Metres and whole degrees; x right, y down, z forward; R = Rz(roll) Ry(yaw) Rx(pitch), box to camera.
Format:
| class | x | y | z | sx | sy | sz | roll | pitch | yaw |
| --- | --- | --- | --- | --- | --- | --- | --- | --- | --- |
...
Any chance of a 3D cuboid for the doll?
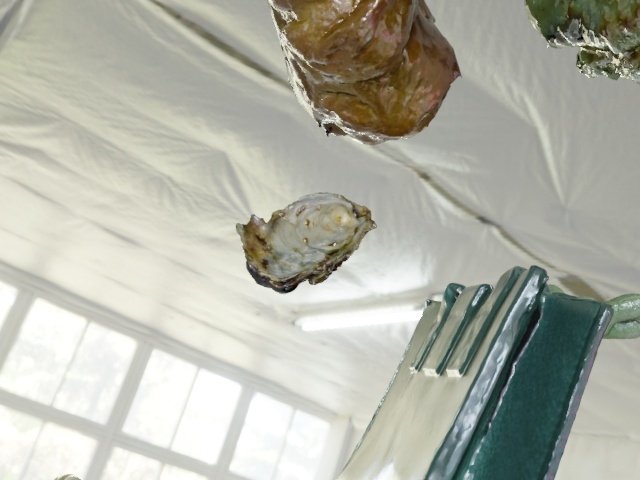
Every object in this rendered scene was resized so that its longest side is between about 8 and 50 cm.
| class | x | y | z | sx | sy | sz | roll | pitch | yaw |
| --- | --- | --- | --- | --- | --- | --- | --- | --- | --- |
| doll | 0.299 | 0.089 | 0.887 | 0.150 | 0.078 | 0.115 | -4 | -34 | 5 |

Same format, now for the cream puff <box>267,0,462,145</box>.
| class | x | y | z | sx | sy | sz | roll | pitch | yaw |
| --- | --- | --- | --- | --- | --- | --- | --- | --- | --- |
| cream puff | 0.029 | -0.207 | 0.739 | 0.154 | 0.241 | 0.269 | -25 | -56 | 16 |

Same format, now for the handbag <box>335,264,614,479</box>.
| class | x | y | z | sx | sy | sz | roll | pitch | yaw |
| --- | --- | --- | --- | --- | --- | --- | --- | --- | --- |
| handbag | 0.098 | 0.143 | 0.586 | 0.089 | 0.239 | 0.326 | 27 | -8 | 2 |

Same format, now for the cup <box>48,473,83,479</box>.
| class | x | y | z | sx | sy | sz | roll | pitch | yaw |
| --- | --- | --- | --- | --- | --- | --- | --- | --- | --- |
| cup | -0.159 | 0.205 | 0.322 | 0.155 | 0.177 | 0.131 | -15 | 8 | -8 |

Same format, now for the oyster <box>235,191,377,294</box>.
| class | x | y | z | sx | sy | sz | roll | pitch | yaw |
| --- | --- | --- | --- | --- | --- | --- | --- | --- | --- |
| oyster | 0.000 | 0.001 | 0.562 | 0.132 | 0.086 | 0.029 | -8 | -47 | -30 |

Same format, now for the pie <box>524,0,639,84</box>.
| class | x | y | z | sx | sy | sz | roll | pitch | yaw |
| --- | --- | --- | --- | --- | --- | --- | --- | --- | --- |
| pie | 0.234 | -0.217 | 0.566 | 0.089 | 0.201 | 0.248 | 4 | 4 | -19 |
